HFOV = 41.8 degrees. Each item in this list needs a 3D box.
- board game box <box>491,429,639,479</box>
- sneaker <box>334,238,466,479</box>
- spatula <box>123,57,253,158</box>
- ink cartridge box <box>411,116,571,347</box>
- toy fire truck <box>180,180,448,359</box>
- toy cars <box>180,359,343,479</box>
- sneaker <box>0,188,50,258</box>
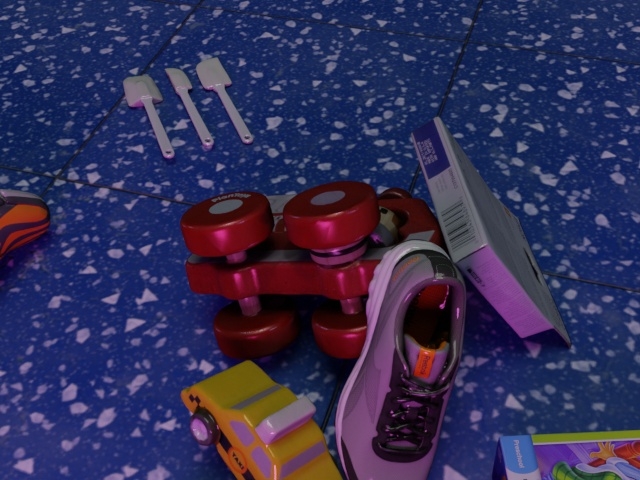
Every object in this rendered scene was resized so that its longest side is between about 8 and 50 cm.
[{"bbox_3d":[0.290,0.327,0.696,0.233,0.078,0.347,-3,45,1],"label":"board game box"},{"bbox_3d":[0.078,0.137,0.791,0.100,0.272,0.108,7,7,-11],"label":"sneaker"},{"bbox_3d":[-0.208,-0.207,1.310,0.168,0.019,0.242,-13,46,-17],"label":"spatula"},{"bbox_3d":[0.195,-0.002,0.968,0.045,0.224,0.223,-31,40,19],"label":"ink cartridge box"},{"bbox_3d":[0.000,0.000,0.968,0.302,0.169,0.254,-4,25,24],"label":"toy fire truck"},{"bbox_3d":[-0.044,0.262,0.736,0.176,0.087,0.394,17,42,-18],"label":"toy cars"},{"bbox_3d":[-0.444,0.058,1.001,0.321,0.124,0.180,-25,72,-41],"label":"sneaker"}]
